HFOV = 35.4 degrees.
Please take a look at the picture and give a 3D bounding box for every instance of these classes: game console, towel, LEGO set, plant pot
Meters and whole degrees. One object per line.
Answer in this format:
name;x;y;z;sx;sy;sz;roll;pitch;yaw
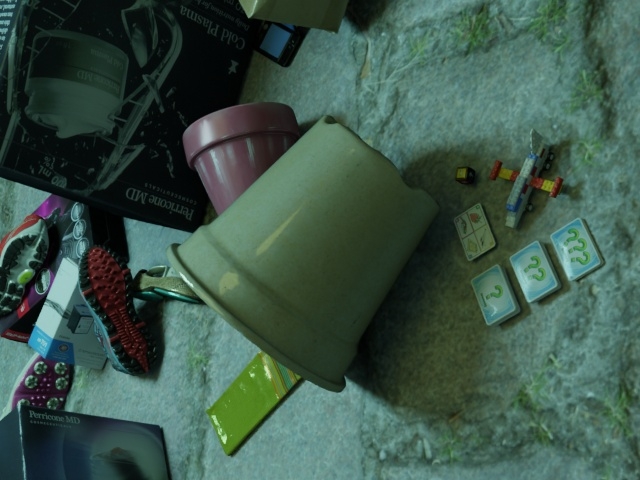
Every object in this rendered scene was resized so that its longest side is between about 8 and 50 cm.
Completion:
game console;-0.092;-0.395;1.854;0.122;0.071;0.107;39;104;46
towel;-0.105;0.246;1.669;0.237;0.021;0.102;-49;46;21
LEGO set;0.259;-0.030;1.379;0.182;0.060;0.244;-34;53;28
plant pot;-0.120;-0.114;1.707;0.201;0.201;0.180;-24;75;38
plant pot;0.000;0.000;1.472;0.305;0.334;0.334;-50;45;4

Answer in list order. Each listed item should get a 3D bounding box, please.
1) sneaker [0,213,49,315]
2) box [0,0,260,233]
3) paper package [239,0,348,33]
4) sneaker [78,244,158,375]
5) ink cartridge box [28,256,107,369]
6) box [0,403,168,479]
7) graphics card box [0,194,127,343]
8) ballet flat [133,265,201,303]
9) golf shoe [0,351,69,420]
sneaker;-0.657;0.054;2.128;0.279;0.107;0.118;-43;32;23
box;-0.421;-0.310;1.855;0.297;0.480;0.471;13;85;46
paper package;-0.036;-0.562;1.695;0.309;0.168;0.324;-115;37;-48
sneaker;-0.407;0.139;1.906;0.125;0.104;0.261;-25;84;56
ink cartridge box;-0.471;0.146;1.988;0.082;0.140;0.190;28;96;46
box;-0.415;0.459;1.702;0.183;0.296;0.294;-39;51;30
graphics card box;-0.570;0.035;2.164;0.371;0.094;0.232;-36;53;30
ballet flat;-0.290;0.079;1.884;0.206;0.073;0.067;2;69;43
golf shoe;-0.620;0.354;2.087;0.140;0.115;0.306;19;88;50
